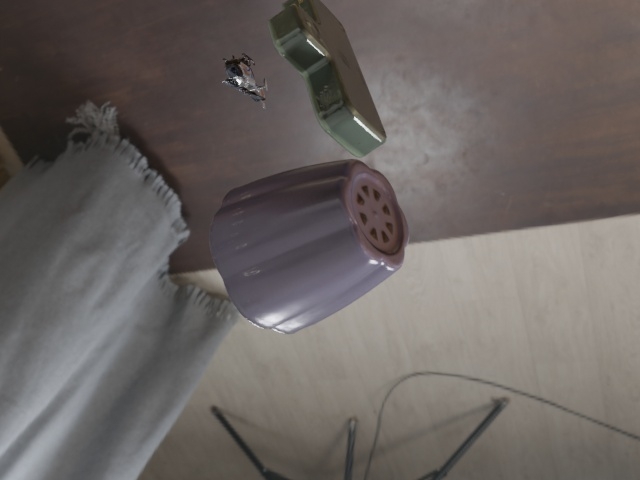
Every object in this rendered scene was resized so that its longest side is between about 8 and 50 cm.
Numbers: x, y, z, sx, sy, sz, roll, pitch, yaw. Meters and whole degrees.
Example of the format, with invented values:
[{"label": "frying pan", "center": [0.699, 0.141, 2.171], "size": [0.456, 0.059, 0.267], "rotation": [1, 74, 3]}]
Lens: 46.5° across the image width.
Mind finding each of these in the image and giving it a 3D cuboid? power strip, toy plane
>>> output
[{"label": "power strip", "center": [-0.001, -0.261, 1.078], "size": [0.059, 0.264, 0.194], "rotation": [-29, 147, 21]}, {"label": "toy plane", "center": [-0.164, -0.351, 1.631], "size": [0.054, 0.197, 0.078], "rotation": [-11, 79, 17]}]

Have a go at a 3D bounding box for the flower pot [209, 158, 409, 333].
[{"label": "flower pot", "center": [0.000, 0.000, 1.201], "size": [0.243, 0.265, 0.265], "rotation": [-20, 120, 32]}]
